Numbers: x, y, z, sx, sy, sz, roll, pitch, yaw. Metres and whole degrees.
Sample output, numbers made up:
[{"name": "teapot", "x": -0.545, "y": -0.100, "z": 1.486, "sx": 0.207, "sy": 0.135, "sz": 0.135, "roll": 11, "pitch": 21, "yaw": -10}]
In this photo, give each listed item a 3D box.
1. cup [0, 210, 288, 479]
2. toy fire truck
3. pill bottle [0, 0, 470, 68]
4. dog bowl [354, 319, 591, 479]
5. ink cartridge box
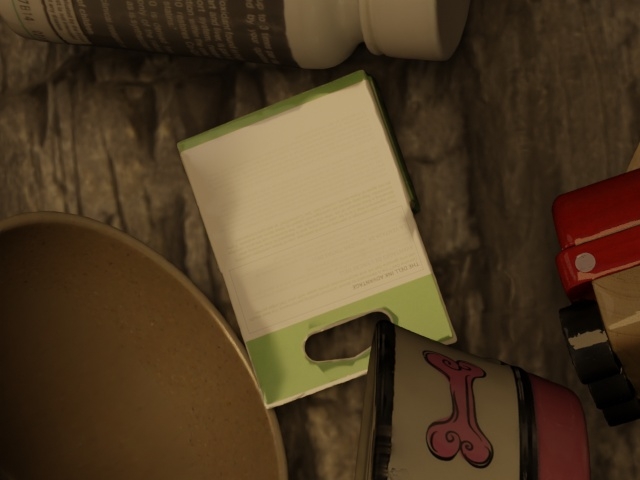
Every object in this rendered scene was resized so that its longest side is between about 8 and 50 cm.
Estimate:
[{"name": "cup", "x": -0.224, "y": 0.178, "z": 1.519, "sx": 0.237, "sy": 0.331, "sz": 0.331, "roll": -36, "pitch": 75, "yaw": 31}, {"name": "toy fire truck", "x": 0.245, "y": -0.013, "z": 1.471, "sx": 0.158, "sy": 0.217, "sz": 0.246, "roll": -19, "pitch": 68, "yaw": 10}, {"name": "pill bottle", "x": -0.066, "y": -0.244, "z": 1.568, "sx": 0.361, "sy": 0.204, "sz": 0.204, "roll": 7, "pitch": 85, "yaw": 14}, {"name": "dog bowl", "x": 0.091, "y": 0.265, "z": 1.383, "sx": 0.150, "sy": 0.408, "sz": 0.408, "roll": 6, "pitch": 84, "yaw": 0}, {"name": "ink cartridge box", "x": 0.000, "y": 0.000, "z": 1.599, "sx": 0.171, "sy": 0.056, "sz": 0.235, "roll": -21, "pitch": 81, "yaw": 10}]
